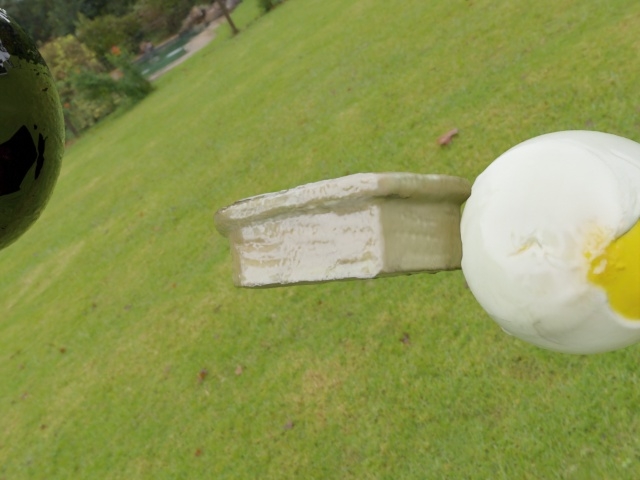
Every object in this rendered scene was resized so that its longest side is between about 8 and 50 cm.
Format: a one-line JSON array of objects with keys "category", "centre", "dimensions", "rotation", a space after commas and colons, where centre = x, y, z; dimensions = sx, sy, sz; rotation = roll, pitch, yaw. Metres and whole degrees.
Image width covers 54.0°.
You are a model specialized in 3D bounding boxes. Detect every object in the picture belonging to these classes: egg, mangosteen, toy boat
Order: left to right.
[{"category": "mangosteen", "centre": [-0.295, -0.085, 0.444], "dimensions": [0.243, 0.243, 0.243], "rotation": [-24, 26, 12]}, {"category": "toy boat", "centre": [0.000, 0.000, 0.430], "dimensions": [0.188, 0.061, 0.116], "rotation": [-9, -4, 43]}, {"category": "egg", "centre": [0.336, 0.001, 0.814], "dimensions": [0.283, 0.283, 0.345], "rotation": [-7, -4, 39]}]
